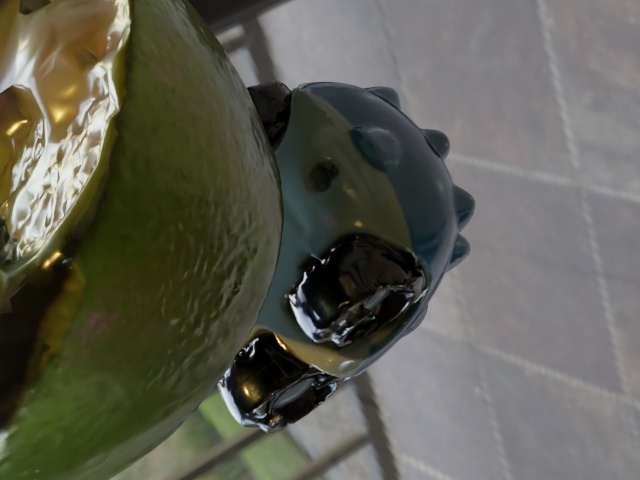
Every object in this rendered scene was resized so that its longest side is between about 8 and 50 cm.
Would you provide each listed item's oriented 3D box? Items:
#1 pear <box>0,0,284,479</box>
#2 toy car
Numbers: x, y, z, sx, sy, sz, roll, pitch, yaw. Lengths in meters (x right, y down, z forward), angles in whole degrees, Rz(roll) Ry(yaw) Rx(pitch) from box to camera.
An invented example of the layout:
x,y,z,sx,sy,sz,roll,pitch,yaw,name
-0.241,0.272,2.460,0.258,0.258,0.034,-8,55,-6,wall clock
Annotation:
x,y,z,sx,sy,sz,roll,pitch,yaw,name
-0.159,0.001,0.843,0.165,0.399,0.399,26,172,-33,pear
0.000,0.000,1.044,0.188,0.190,0.255,54,136,17,toy car
